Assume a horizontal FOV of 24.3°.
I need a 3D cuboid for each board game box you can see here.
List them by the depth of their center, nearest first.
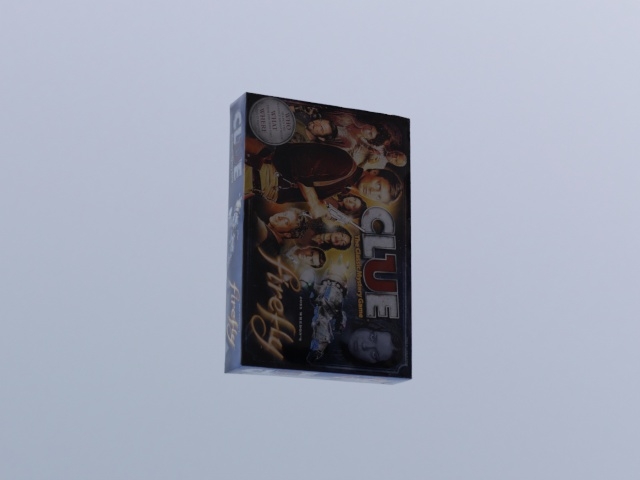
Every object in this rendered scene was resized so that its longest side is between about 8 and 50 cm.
[{"bbox_3d":[0.000,0.000,1.311,0.165,0.042,0.243,6,-105,-24],"label":"board game box"}]
